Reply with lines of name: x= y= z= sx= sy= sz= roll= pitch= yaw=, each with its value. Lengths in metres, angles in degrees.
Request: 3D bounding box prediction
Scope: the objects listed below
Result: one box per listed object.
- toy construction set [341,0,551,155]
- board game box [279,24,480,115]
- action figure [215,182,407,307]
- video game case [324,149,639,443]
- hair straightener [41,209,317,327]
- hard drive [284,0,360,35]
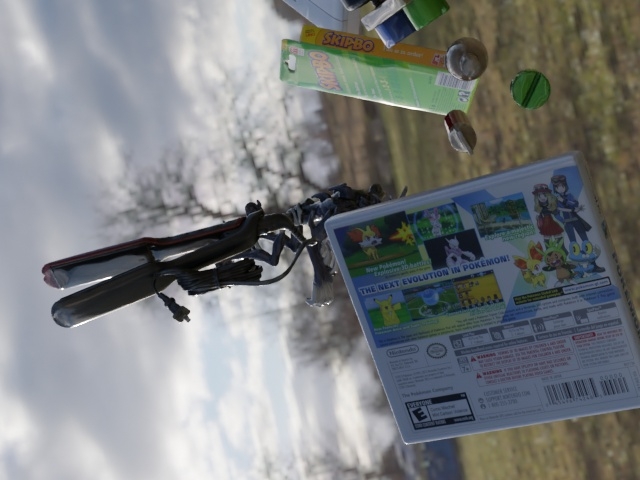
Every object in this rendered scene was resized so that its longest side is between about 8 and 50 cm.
toy construction set: x=0.120 y=-0.223 z=1.092 sx=0.237 sy=0.257 sz=0.309 roll=-79 pitch=-19 yaw=-76
board game box: x=0.076 y=-0.223 z=1.742 sx=0.124 sy=0.259 sz=0.039 roll=99 pitch=180 yaw=-69
action figure: x=0.000 y=0.000 z=1.771 sx=0.164 sy=0.275 sz=0.141 roll=-41 pitch=-63 yaw=-53
video game case: x=0.195 y=0.076 z=1.537 sx=0.036 sy=0.329 sz=0.300 roll=-36 pitch=-72 yaw=-57
hair straightener: x=-0.111 y=0.035 z=1.096 sx=0.047 sy=0.230 sz=0.089 roll=88 pitch=167 yaw=-56
hard drive: x=-0.014 y=-0.489 z=1.869 sx=0.233 sy=0.047 sz=0.353 roll=43 pitch=142 yaw=39
